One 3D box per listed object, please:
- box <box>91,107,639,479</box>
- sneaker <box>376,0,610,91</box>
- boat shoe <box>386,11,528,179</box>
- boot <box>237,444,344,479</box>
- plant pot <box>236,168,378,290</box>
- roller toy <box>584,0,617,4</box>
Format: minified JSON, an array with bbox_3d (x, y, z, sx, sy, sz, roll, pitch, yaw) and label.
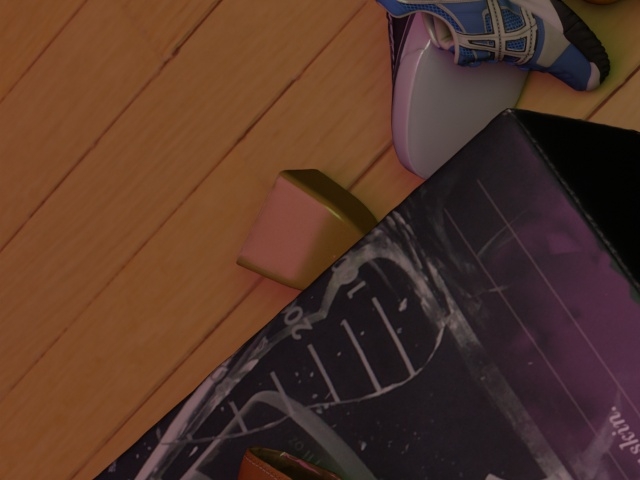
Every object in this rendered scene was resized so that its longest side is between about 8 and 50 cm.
[{"bbox_3d":[0.144,0.249,1.274,0.472,0.297,0.480,-43,68,24],"label":"box"},{"bbox_3d":[0.120,-0.157,1.363,0.081,0.211,0.080,-52,36,10],"label":"sneaker"},{"bbox_3d":[0.094,-0.198,1.435,0.102,0.108,0.301,24,110,51],"label":"boat shoe"},{"bbox_3d":[0.031,0.258,1.122,0.283,0.109,0.220,21,95,38],"label":"boot"},{"bbox_3d":[0.000,0.000,1.493,0.083,0.081,0.081,30,103,17],"label":"plant pot"},{"bbox_3d":[0.203,-0.271,1.322,0.146,0.209,0.191,16,83,31],"label":"roller toy"}]
